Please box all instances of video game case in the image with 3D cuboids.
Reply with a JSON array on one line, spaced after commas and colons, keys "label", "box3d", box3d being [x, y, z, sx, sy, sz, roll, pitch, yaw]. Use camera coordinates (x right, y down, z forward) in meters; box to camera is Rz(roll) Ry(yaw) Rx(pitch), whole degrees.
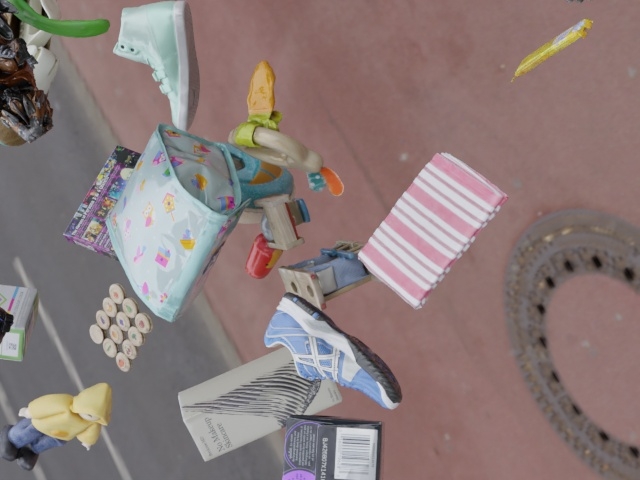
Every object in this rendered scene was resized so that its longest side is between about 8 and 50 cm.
[{"label": "video game case", "box3d": [-0.380, -0.064, 2.177, 0.210, 0.232, 0.042, 21, 157, 12]}]

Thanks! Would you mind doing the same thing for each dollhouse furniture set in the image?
[{"label": "dollhouse furniture set", "box3d": [0.000, 0.000, 1.719, 0.129, 0.129, 0.184, 8, 120, 64]}]

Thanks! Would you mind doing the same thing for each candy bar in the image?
[{"label": "candy bar", "box3d": [0.330, -0.273, 1.522, 0.018, 0.040, 0.161, 43, 148, -11]}]

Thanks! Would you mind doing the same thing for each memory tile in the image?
[{"label": "memory tile", "box3d": [-0.353, 0.154, 1.866, 0.113, 0.012, 0.148, 46, 129, 18]}]

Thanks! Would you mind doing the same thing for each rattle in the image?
[{"label": "rattle", "box3d": [-0.038, -0.172, 1.690, 0.130, 0.199, 0.143, -38, 38, 58]}]

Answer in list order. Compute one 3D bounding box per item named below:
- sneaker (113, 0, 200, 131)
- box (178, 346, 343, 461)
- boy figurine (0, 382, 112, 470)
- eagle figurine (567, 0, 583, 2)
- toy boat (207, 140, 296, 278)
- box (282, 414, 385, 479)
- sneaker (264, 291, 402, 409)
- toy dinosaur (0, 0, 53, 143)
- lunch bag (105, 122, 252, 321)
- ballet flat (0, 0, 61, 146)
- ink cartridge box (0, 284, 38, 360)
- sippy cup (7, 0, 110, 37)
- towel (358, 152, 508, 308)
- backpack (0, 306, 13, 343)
[{"label": "sneaker", "box3d": [-0.320, -0.337, 2.063, 0.094, 0.151, 0.256, -70, -21, -67]}, {"label": "box", "box3d": [-0.108, 0.283, 1.911, 0.094, 0.275, 0.113, -119, 5, -62]}, {"label": "boy figurine", "box3d": [-0.518, 0.376, 2.156, 0.285, 0.092, 0.177, -27, 130, 26]}, {"label": "eagle figurine", "box3d": [0.339, -0.518, 1.709, 0.298, 0.226, 0.225, 30, 154, 14]}, {"label": "toy boat", "box3d": [-0.135, -0.083, 1.970, 0.318, 0.267, 0.148, 60, 135, 39]}, {"label": "box", "box3d": [0.026, 0.356, 1.637, 0.270, 0.143, 0.165, 65, -151, -80]}, {"label": "sneaker", "box3d": [0.017, 0.160, 1.408, 0.211, 0.081, 0.080, 37, -178, 17]}, {"label": "toy dinosaur", "box3d": [-0.436, -0.251, 1.243, 0.322, 0.164, 0.218, 37, -172, -12]}, {"label": "lunch bag", "box3d": [-0.226, -0.025, 1.713, 0.223, 0.160, 0.262, -58, 35, 24]}, {"label": "ballet flat", "box3d": [-0.489, -0.323, 1.778, 0.124, 0.116, 0.342, -22, 54, 31]}, {"label": "ink cartridge box", "box3d": [-0.529, 0.111, 1.552, 0.109, 0.209, 0.062, -96, 15, -61]}, {"label": "sippy cup", "box3d": [-0.311, -0.433, 1.368, 0.240, 0.224, 0.305, -126, 43, -55]}, {"label": "towel", "box3d": [0.151, -0.015, 1.438, 0.029, 0.197, 0.144, 33, -173, -43]}, {"label": "backpack", "box3d": [-0.431, 0.091, 1.232, 0.114, 0.084, 0.105, 23, 168, 47]}]
